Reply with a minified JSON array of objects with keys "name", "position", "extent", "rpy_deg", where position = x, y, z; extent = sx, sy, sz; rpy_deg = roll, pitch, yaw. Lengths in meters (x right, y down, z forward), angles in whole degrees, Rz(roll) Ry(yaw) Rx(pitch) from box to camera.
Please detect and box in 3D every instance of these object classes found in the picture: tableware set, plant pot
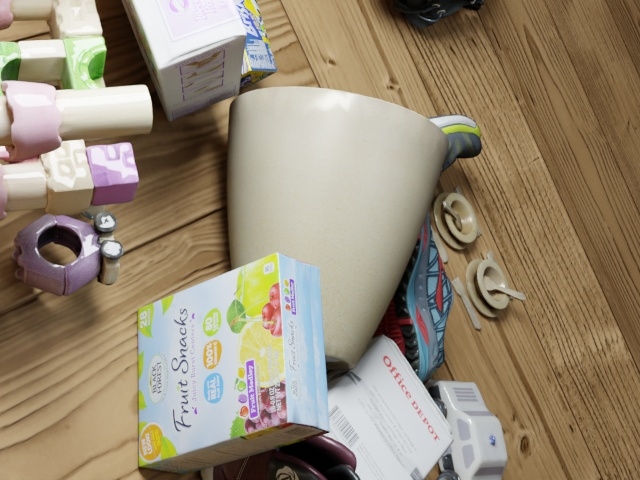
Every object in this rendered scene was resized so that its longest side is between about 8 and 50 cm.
[{"name":"tableware set","position":[0.222,0.017,1.960],"extent":[0.128,0.039,0.194],"rpy_deg":[-34,100,-52]},{"name":"plant pot","position":[0.000,0.000,1.555],"extent":[0.256,0.256,0.274],"rpy_deg":[23,71,-43]}]

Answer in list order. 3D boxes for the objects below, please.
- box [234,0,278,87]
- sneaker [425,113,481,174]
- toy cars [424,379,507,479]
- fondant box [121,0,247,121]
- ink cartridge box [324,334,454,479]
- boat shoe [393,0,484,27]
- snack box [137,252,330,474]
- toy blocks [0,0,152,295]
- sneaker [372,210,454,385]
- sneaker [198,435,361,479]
[{"name":"box","position":[-0.111,-0.274,1.680],"extent":[0.054,0.059,0.169],"rpy_deg":[-5,76,-53]},{"name":"sneaker","position":[0.119,-0.098,1.856],"extent":[0.300,0.111,0.121],"rpy_deg":[-14,93,-47]},{"name":"toy cars","position":[0.169,0.330,1.697],"extent":[0.176,0.087,0.394],"rpy_deg":[49,41,-24]},{"name":"fondant box","position":[-0.163,-0.271,1.430],"extent":[0.330,0.096,0.238],"rpy_deg":[140,-71,-85]},{"name":"ink cartridge box","position":[0.040,0.232,1.573],"extent":[0.159,0.092,0.218],"rpy_deg":[57,42,-7]},{"name":"boat shoe","position":[0.163,-0.372,2.031],"extent":[0.340,0.127,0.113],"rpy_deg":[-30,140,-60]},{"name":"snack box","position":[-0.092,0.128,1.378],"extent":[0.070,0.207,0.175],"rpy_deg":[20,56,-44]},{"name":"toy blocks","position":[-0.321,-0.125,1.263],"extent":[0.260,0.309,0.289],"rpy_deg":[-8,63,-19]},{"name":"sneaker","position":[0.110,0.054,1.746],"extent":[0.125,0.104,0.262],"rpy_deg":[-3,94,-56]},{"name":"sneaker","position":[-0.004,0.308,1.433],"extent":[0.281,0.162,0.106],"rpy_deg":[60,38,-10]}]
